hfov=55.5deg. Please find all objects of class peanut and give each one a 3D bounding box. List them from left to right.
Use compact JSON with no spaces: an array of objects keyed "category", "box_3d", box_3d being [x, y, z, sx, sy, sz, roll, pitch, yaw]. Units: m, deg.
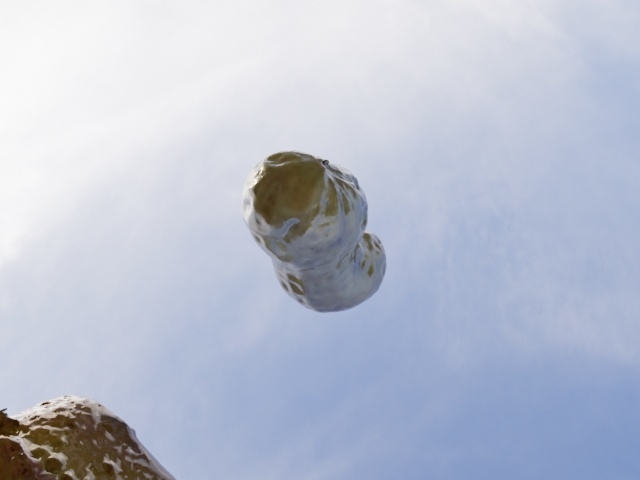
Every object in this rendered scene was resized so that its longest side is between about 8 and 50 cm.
[{"category":"peanut","box_3d":[0.000,0.000,0.544,0.103,0.229,0.098,-15,-120,7]}]

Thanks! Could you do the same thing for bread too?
[{"category":"bread","box_3d":[-0.293,0.366,0.731,0.358,0.337,0.204,45,-142,8]}]
